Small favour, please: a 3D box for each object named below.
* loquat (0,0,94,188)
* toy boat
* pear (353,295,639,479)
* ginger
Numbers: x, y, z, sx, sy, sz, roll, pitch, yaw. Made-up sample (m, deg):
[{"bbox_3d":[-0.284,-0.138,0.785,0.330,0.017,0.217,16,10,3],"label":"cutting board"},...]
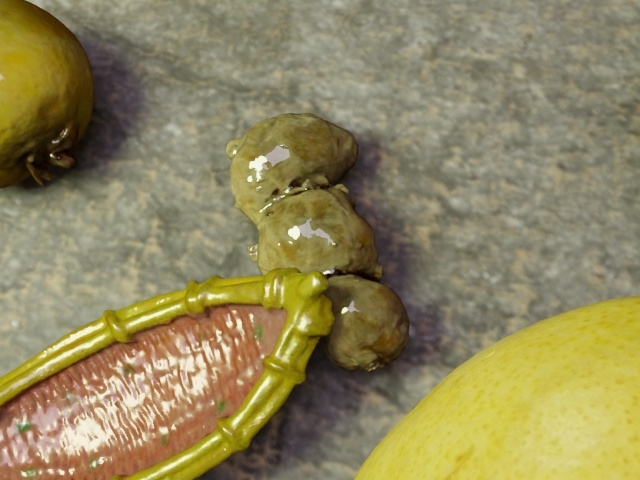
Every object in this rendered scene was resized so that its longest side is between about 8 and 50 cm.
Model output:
[{"bbox_3d":[-0.247,-0.112,0.750,0.163,0.137,0.163,4,61,-8],"label":"loquat"},{"bbox_3d":[-0.129,0.109,0.681,0.318,0.099,0.141,-25,70,3],"label":"toy boat"},{"bbox_3d":[0.159,0.191,0.538,0.315,0.314,0.314,-2,73,6],"label":"pear"},{"bbox_3d":[0.000,0.000,0.717,0.104,0.080,0.204,-18,71,-6],"label":"ginger"}]
